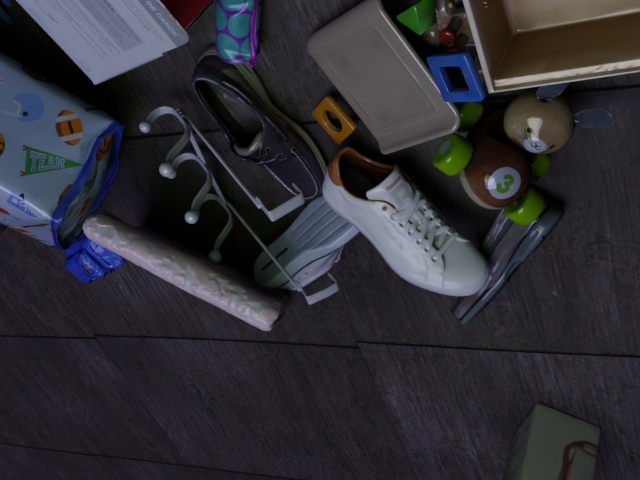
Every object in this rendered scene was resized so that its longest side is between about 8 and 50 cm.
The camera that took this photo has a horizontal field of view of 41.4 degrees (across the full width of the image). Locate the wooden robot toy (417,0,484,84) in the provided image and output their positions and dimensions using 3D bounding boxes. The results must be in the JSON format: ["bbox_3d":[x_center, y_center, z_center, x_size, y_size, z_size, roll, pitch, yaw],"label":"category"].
[{"bbox_3d":[0.149,-0.267,1.059,0.079,0.076,0.173,3,133,40],"label":"wooden robot toy"}]

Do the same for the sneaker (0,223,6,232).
[{"bbox_3d":[-0.678,-0.112,1.628,0.227,0.087,0.130,42,135,-20],"label":"sneaker"}]

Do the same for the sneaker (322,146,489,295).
[{"bbox_3d":[0.121,-0.029,1.220,0.290,0.106,0.123,35,157,13],"label":"sneaker"}]

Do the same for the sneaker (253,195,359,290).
[{"bbox_3d":[0.000,0.000,1.397,0.091,0.094,0.258,13,143,-45],"label":"sneaker"}]

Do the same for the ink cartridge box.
[{"bbox_3d":[-0.298,-0.375,1.076,0.272,0.130,0.309,-3,136,49],"label":"ink cartridge box"}]

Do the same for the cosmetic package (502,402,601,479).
[{"bbox_3d":[0.389,0.459,1.485,0.129,0.296,0.153,20,139,6],"label":"cosmetic package"}]

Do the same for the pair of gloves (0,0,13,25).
[{"bbox_3d":[-0.573,-0.406,1.325,0.198,0.023,0.159,8,137,26],"label":"pair of gloves"}]

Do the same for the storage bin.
[{"bbox_3d":[0.284,-0.315,0.897,0.261,0.123,0.262,-3,130,30],"label":"storage bin"}]

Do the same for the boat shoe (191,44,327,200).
[{"bbox_3d":[-0.095,-0.158,1.271,0.103,0.092,0.285,-16,123,38],"label":"boat shoe"}]

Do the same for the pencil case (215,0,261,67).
[{"bbox_3d":[-0.107,-0.314,1.144,0.070,0.064,0.151,36,142,21],"label":"pencil case"}]

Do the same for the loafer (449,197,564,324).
[{"bbox_3d":[0.264,0.021,1.284,0.084,0.096,0.267,43,133,13],"label":"loafer"}]

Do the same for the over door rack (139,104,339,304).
[{"bbox_3d":[-0.137,-0.044,1.287,0.324,0.108,0.239,35,160,34],"label":"over door rack"}]

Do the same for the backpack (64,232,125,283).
[{"bbox_3d":[-0.421,0.024,1.619,0.120,0.101,0.098,-24,124,37],"label":"backpack"}]

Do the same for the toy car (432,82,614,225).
[{"bbox_3d":[0.265,-0.131,1.060,0.155,0.148,0.188,32,144,-20],"label":"toy car"}]

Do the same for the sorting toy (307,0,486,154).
[{"bbox_3d":[0.086,-0.217,1.115,0.196,0.047,0.348,54,153,-14],"label":"sorting toy"}]

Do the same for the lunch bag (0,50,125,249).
[{"bbox_3d":[-0.510,-0.148,1.385,0.328,0.238,0.385,32,161,-7],"label":"lunch bag"}]

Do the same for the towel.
[{"bbox_3d":[-0.209,0.051,1.438,0.332,0.053,0.317,26,180,3],"label":"towel"}]
